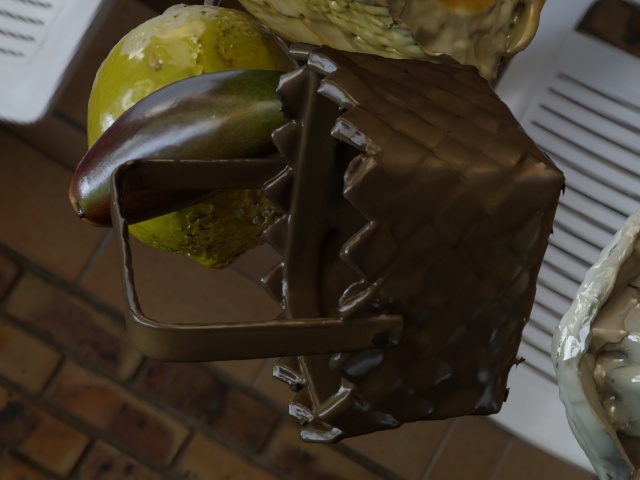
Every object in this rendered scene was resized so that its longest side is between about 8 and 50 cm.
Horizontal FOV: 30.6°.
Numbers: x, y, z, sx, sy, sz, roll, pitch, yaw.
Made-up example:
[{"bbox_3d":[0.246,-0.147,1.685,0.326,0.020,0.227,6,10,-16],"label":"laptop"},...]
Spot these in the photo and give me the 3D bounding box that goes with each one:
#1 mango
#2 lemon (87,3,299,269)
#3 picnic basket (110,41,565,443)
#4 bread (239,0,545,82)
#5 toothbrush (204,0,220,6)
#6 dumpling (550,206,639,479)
[{"bbox_3d":[-0.120,-0.094,1.092,0.111,0.267,0.133,64,-162,-12],"label":"mango"},{"bbox_3d":[-0.131,-0.124,1.300,0.258,0.310,0.258,-8,166,-2],"label":"lemon"},{"bbox_3d":[0.000,0.000,0.931,0.321,0.291,0.254,-2,-146,-13],"label":"picnic basket"},{"bbox_3d":[-0.001,-0.333,1.077,0.394,0.250,0.361,27,177,46],"label":"bread"},{"bbox_3d":[-0.106,-0.407,1.545,0.023,0.031,0.321,62,147,25],"label":"toothbrush"},{"bbox_3d":[0.188,0.067,0.677,0.118,0.136,0.199,9,119,41],"label":"dumpling"}]
